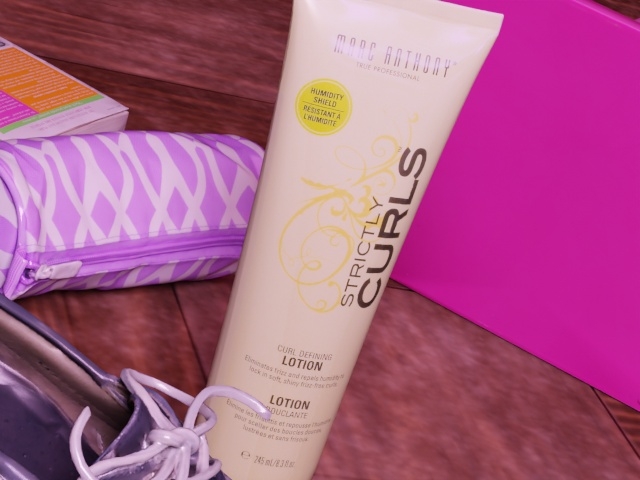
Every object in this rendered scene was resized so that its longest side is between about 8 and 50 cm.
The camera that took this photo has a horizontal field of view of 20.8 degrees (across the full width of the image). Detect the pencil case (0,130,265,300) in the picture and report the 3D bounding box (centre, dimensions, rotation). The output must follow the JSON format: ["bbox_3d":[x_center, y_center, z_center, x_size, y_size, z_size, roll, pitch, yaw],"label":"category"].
[{"bbox_3d":[-0.107,-0.012,0.906,0.088,0.086,0.206,28,24,35],"label":"pencil case"}]

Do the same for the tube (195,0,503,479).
[{"bbox_3d":[0.000,0.000,0.778,0.062,0.240,0.070,31,26,28],"label":"tube"}]

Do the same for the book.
[{"bbox_3d":[-0.203,-0.090,1.062,0.144,0.035,0.096,32,30,26],"label":"book"}]

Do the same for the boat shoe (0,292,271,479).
[{"bbox_3d":[-0.082,0.078,0.605,0.254,0.079,0.095,36,30,-3],"label":"boat shoe"}]

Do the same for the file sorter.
[{"bbox_3d":[0.167,-0.055,1.070,0.290,0.202,0.182,28,24,17],"label":"file sorter"}]
